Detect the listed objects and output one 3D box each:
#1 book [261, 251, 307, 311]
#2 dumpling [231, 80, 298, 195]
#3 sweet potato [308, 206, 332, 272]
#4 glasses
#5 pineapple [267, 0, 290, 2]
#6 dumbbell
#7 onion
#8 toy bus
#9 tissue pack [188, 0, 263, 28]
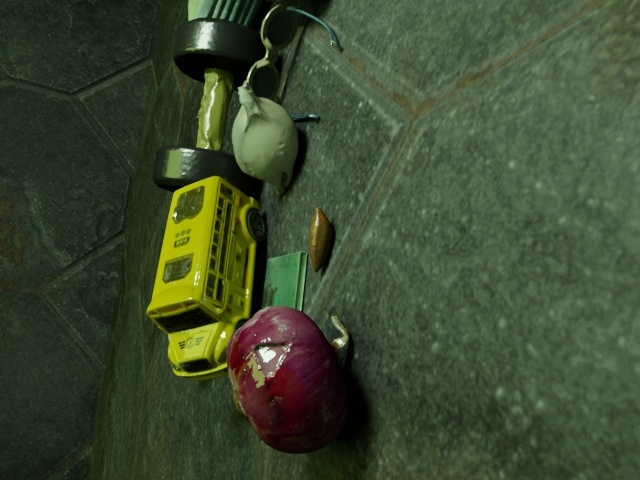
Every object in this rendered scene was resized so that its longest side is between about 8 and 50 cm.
[{"bbox_3d":[-0.062,0.075,0.882,0.135,0.017,0.103,-14,68,62],"label":"book"},{"bbox_3d":[-0.099,-0.180,0.945,0.155,0.111,0.181,-102,21,-46],"label":"dumpling"},{"bbox_3d":[0.000,0.000,0.777,0.034,0.034,0.095,14,104,63],"label":"sweet potato"},{"bbox_3d":[-0.056,-0.306,0.937,0.220,0.088,0.190,49,123,57],"label":"glasses"},{"bbox_3d":[-0.133,-0.530,0.993,0.361,0.175,0.175,29,107,40],"label":"pineapple"},{"bbox_3d":[-0.210,-0.249,1.089,0.204,0.203,0.322,2,82,63],"label":"dumbbell"},{"bbox_3d":[-0.036,0.164,0.650,0.177,0.153,0.177,-5,-90,-90],"label":"onion"},{"bbox_3d":[-0.196,0.061,0.930,0.144,0.152,0.330,-16,55,26],"label":"toy bus"},{"bbox_3d":[-0.171,-0.682,1.225,0.388,0.162,0.287,-48,37,45],"label":"tissue pack"}]
